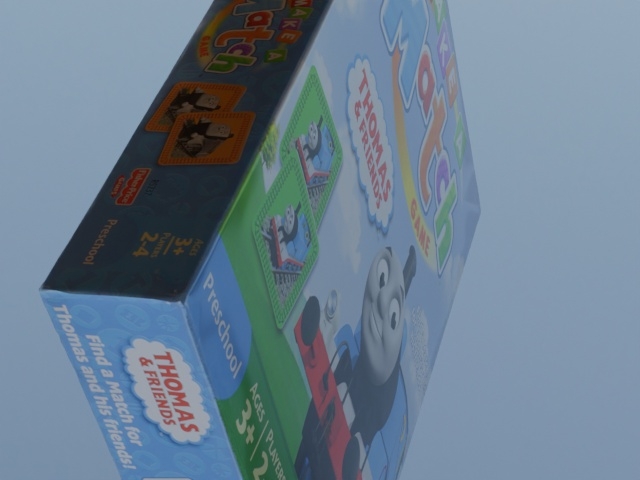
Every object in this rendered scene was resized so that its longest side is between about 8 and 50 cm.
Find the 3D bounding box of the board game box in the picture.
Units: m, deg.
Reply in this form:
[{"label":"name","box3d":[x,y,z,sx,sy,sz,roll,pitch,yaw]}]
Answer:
[{"label":"board game box","box3d":[0.000,0.000,0.422,0.039,0.160,0.211,2,-137,19]}]
